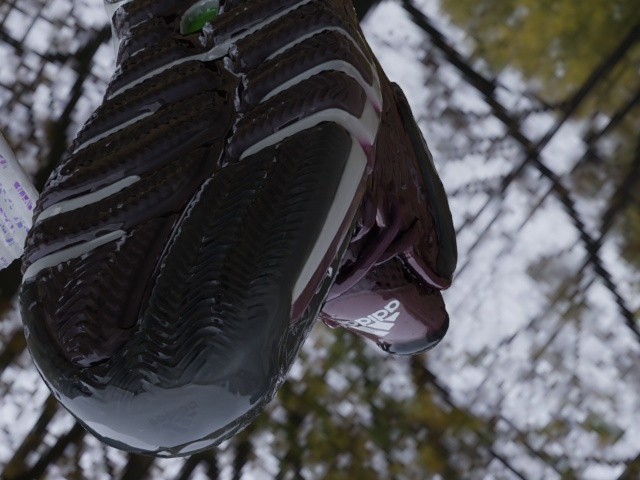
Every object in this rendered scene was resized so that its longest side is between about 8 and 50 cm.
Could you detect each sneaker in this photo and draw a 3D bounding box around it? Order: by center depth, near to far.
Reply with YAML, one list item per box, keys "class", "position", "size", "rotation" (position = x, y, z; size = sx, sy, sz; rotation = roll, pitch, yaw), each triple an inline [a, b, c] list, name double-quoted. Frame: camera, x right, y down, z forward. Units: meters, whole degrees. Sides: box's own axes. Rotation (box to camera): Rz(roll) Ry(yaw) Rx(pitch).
- class: "sneaker"
  position: [0.000, 0.000, 0.571]
  size: [0.162, 0.106, 0.281]
  rotation: [57, -159, -30]

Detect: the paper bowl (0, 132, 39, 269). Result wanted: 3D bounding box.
- class: "paper bowl"
  position: [-0.323, -0.086, 1.284]
  size: [0.284, 0.148, 0.284]
  rotation: [56, 171, 14]
